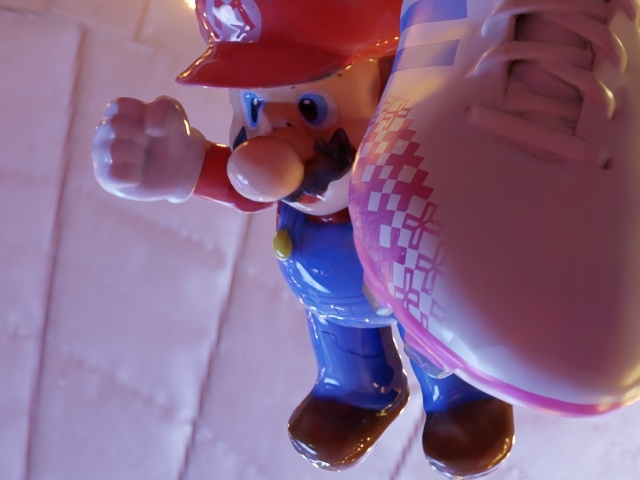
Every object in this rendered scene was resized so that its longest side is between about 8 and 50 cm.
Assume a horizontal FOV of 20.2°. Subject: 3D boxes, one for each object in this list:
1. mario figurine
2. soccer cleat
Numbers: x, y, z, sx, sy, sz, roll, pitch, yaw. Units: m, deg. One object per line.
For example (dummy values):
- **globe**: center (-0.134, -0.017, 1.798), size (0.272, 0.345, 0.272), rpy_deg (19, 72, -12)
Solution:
- **mario figurine**: center (0.000, 0.000, 0.932), size (0.198, 0.320, 0.170), rpy_deg (-20, -149, -3)
- **soccer cleat**: center (0.079, -0.070, 0.671), size (0.116, 0.331, 0.143), rpy_deg (14, -61, -6)
